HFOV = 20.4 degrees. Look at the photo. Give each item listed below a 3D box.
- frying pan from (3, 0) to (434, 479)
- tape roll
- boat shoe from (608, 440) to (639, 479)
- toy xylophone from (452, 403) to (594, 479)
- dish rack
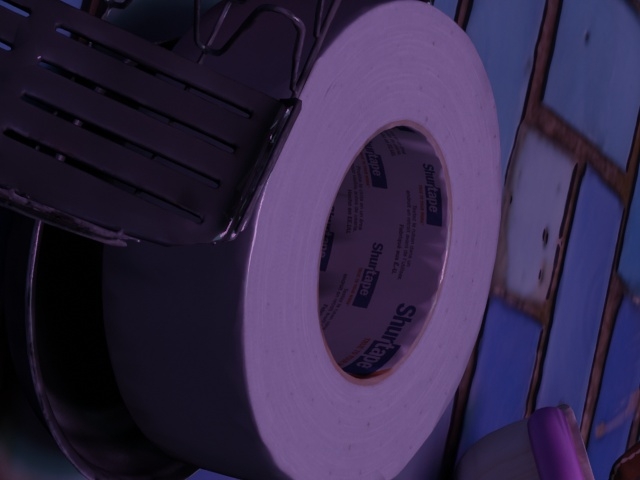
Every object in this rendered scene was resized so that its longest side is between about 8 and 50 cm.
[{"bbox_3d":[-0.049,-0.044,0.792,0.197,0.053,0.326,55,49,-51],"label":"frying pan"},{"bbox_3d":[0.000,0.000,0.777,0.219,0.072,0.219,-25,119,-55],"label":"tape roll"},{"bbox_3d":[0.219,0.261,1.257,0.122,0.120,0.324,-28,132,-25],"label":"boat shoe"},{"bbox_3d":[0.141,0.277,1.084,0.236,0.081,0.323,-95,176,-53],"label":"toy xylophone"},{"bbox_3d":[-0.066,-0.141,0.610,0.074,0.208,0.272,122,-8,-70],"label":"dish rack"}]
